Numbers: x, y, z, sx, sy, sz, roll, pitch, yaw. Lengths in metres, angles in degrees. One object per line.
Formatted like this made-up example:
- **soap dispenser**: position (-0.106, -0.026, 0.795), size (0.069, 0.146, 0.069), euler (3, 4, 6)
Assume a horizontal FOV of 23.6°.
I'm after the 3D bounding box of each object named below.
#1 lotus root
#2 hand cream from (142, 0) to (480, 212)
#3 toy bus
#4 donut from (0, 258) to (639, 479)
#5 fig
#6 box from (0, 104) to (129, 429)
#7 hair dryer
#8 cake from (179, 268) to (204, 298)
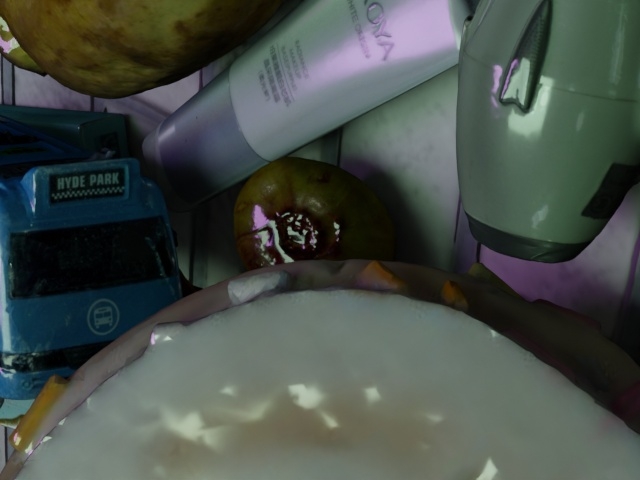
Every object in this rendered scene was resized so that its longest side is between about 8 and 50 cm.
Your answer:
- **lotus root**: position (-0.096, -0.163, 0.778), size (0.314, 0.141, 0.169), euler (-25, 84, 58)
- **hand cream**: position (-0.008, -0.082, 0.784), size (0.255, 0.048, 0.079), euler (-31, 76, 48)
- **toy bus**: position (-0.177, 0.003, 0.863), size (0.246, 0.113, 0.134), euler (22, 114, 53)
- **donut**: position (0.022, 0.193, 0.693), size (0.382, 0.142, 0.383), euler (-1, 86, 13)
- **fig**: position (0.000, 0.000, 0.799), size (0.084, 0.098, 0.082), euler (7, 90, 13)
- **box**: position (-0.174, 0.027, 1.014), size (0.162, 0.041, 0.229), euler (8, 111, 46)
- **hair dryer**: position (0.170, -0.102, 0.584), size (0.267, 0.092, 0.229), euler (2, 101, 33)
- **cake**: position (-0.005, 0.146, 0.840), size (0.287, 0.098, 0.135), euler (61, 145, 18)
